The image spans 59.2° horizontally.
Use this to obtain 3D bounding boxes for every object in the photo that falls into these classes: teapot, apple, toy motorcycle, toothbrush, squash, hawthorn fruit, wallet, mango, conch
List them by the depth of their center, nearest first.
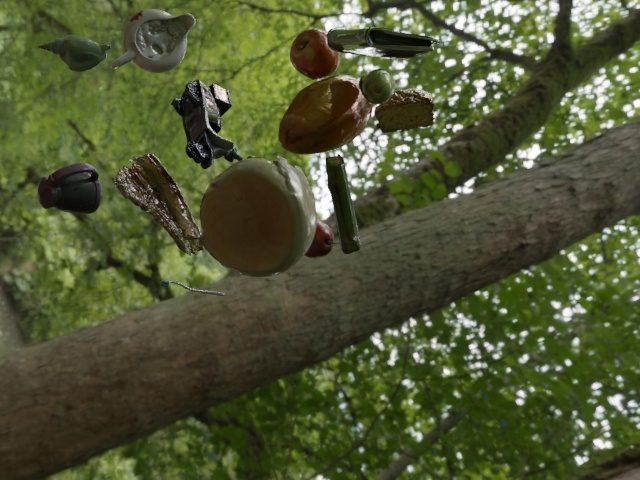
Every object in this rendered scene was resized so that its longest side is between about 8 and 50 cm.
[{"bbox_3d":[-0.405,-0.471,1.352,0.145,0.226,0.092,55,-12,-16],"label":"teapot"},{"bbox_3d":[-0.272,-0.277,1.367,0.091,0.157,0.263,-34,-121,34],"label":"toy motorcycle"},{"bbox_3d":[-0.309,0.116,1.372,0.014,0.162,0.017,13,-90,65],"label":"toothbrush"},{"bbox_3d":[0.138,-0.388,1.402,0.250,0.083,0.083,-90,168,-71],"label":"squash"},{"bbox_3d":[-0.627,-0.124,1.415,0.148,0.146,0.116,-10,-91,40],"label":"teapot"},{"bbox_3d":[-0.640,-0.490,1.464,0.065,0.180,0.088,169,-77,-81],"label":"conch"},{"bbox_3d":[0.164,-0.545,1.546,0.309,0.223,0.077,-136,-128,-63],"label":"wallet"},{"bbox_3d":[0.011,-0.362,1.652,0.199,0.350,0.201,-9,-65,49],"label":"mango"},{"bbox_3d":[-0.014,-0.001,1.814,0.140,0.125,0.125,-114,-167,-63],"label":"hawthorn fruit"},{"bbox_3d":[-0.014,-0.600,1.820,0.139,0.163,0.163,27,24,-47],"label":"apple"}]

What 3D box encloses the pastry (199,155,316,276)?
[{"bbox_3d":[-0.127,-0.049,1.158,0.133,0.264,0.265,-30,105,-65],"label":"pastry"}]

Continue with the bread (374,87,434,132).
[{"bbox_3d":[0.325,-0.500,2.154,0.140,0.228,0.143,-75,154,-46],"label":"bread"}]

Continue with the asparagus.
[{"bbox_3d":[0.062,-0.099,1.550,0.060,0.067,0.278,-6,-80,43],"label":"asparagus"}]

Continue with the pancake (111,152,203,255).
[{"bbox_3d":[-0.366,-0.094,1.257,0.266,0.057,0.244,60,9,13],"label":"pancake"}]
